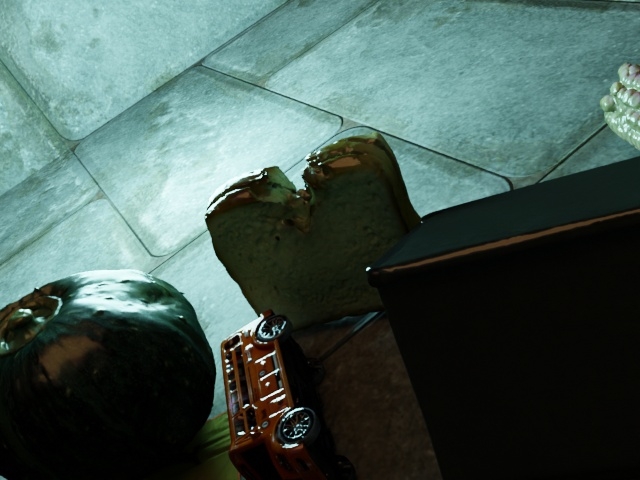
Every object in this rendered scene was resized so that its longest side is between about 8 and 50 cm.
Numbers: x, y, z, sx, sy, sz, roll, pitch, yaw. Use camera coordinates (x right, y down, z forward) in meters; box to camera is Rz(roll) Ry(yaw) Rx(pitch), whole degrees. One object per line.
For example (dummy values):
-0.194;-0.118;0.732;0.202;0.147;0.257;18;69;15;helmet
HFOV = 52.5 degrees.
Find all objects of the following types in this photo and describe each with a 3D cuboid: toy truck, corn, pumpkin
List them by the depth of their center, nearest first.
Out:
-0.049;0.201;0.767;0.114;0.107;0.252;-28;32;4;toy truck
-0.270;0.196;0.795;0.293;0.263;0.197;-28;32;-7;pumpkin
0.471;-0.123;0.798;0.127;0.126;0.335;-24;38;9;corn

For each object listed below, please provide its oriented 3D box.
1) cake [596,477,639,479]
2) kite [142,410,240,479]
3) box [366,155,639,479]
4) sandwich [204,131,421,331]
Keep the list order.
0.191;0.258;0.503;0.296;0.115;0.112;-14;36;22;cake
-0.201;0.357;0.763;0.328;0.013;0.377;3;45;38;kite
0.255;0.051;0.561;0.345;0.204;0.251;-15;7;22;box
0.000;-0.001;0.864;0.273;0.249;0.095;-16;34;20;sandwich
